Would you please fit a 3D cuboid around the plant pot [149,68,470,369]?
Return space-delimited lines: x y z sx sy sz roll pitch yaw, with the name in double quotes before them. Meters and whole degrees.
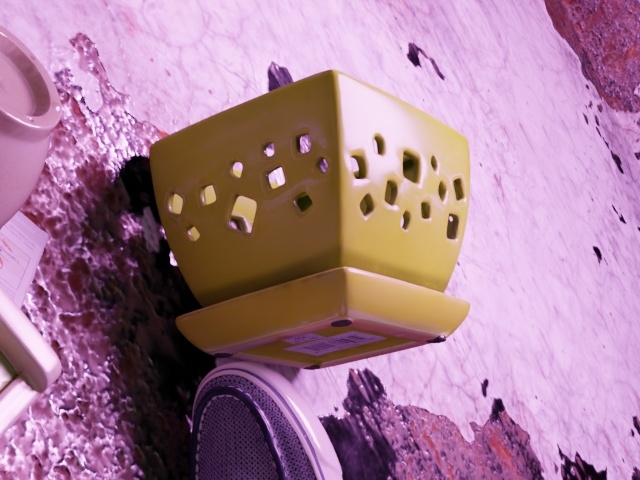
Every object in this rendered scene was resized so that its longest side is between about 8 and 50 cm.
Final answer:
"plant pot" 0.000 0.000 0.952 0.227 0.228 0.207 17 61 -49

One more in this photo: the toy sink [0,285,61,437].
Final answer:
"toy sink" -0.235 0.058 0.507 0.152 0.131 0.234 55 22 -10

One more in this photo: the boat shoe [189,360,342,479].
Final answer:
"boat shoe" -0.053 0.260 0.782 0.158 0.127 0.340 3 67 -62

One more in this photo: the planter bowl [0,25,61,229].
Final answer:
"planter bowl" -0.250 -0.086 0.717 0.162 0.109 0.162 46 23 -25

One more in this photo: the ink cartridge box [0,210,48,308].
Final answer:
"ink cartridge box" -0.288 0.014 0.708 0.181 0.056 0.224 46 20 -26
